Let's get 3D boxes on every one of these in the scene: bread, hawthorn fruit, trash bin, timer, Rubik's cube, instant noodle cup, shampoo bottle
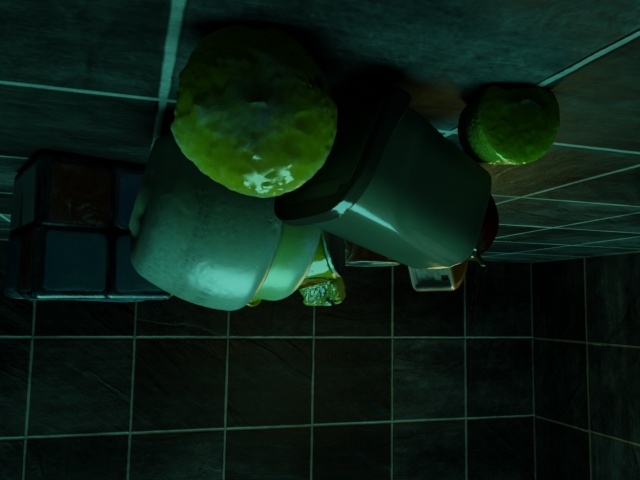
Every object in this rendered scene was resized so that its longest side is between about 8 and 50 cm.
[{"bbox_3d":[-0.026,0.046,1.845,0.138,0.361,0.077,-4,-149,21],"label":"bread"},{"bbox_3d":[0.286,-0.044,1.330,0.215,0.249,0.215,-22,162,-8],"label":"hawthorn fruit"},{"bbox_3d":[0.104,-0.079,0.907,0.250,0.219,0.220,27,164,-29],"label":"trash bin"},{"bbox_3d":[0.273,-0.165,0.894,0.129,0.111,0.114,7,-179,-12],"label":"bread"},{"bbox_3d":[-0.075,-0.150,0.743,0.197,0.197,0.170,1,-176,-2],"label":"bread"},{"bbox_3d":[0.440,0.069,2.318,0.161,0.249,0.257,4,173,-27],"label":"timer"},{"bbox_3d":[-0.543,-0.011,1.441,0.319,0.315,0.313,4,173,-37],"label":"Rubik's cube"},{"bbox_3d":[-0.087,-0.005,1.584,0.254,0.325,0.325,-11,171,13],"label":"instant noodle cup"},{"bbox_3d":[-0.178,-0.039,1.091,0.318,0.322,0.322,10,171,-24],"label":"shampoo bottle"},{"bbox_3d":[0.134,-0.026,1.756,0.251,0.192,0.250,0,173,0],"label":"instant noodle cup"}]
